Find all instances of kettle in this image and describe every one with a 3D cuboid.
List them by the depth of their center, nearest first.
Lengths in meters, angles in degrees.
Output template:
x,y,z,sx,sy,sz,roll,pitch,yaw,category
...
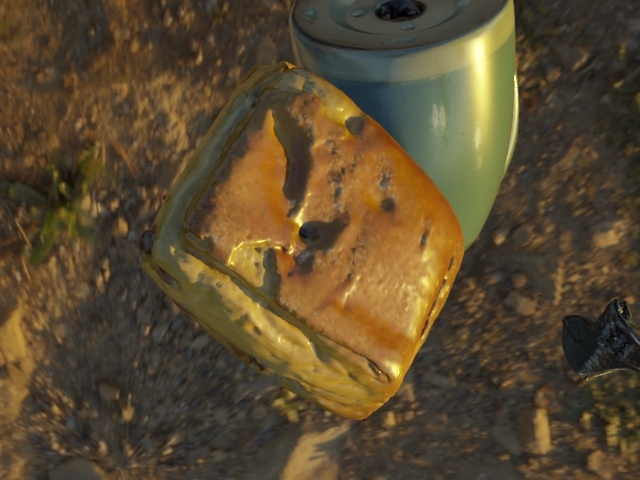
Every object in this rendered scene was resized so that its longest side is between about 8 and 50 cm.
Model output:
x,y,z,sx,sy,sz,roll,pitch,yaw,category
0.134,-0.142,1.531,0.319,0.247,0.342,-36,132,-32,kettle

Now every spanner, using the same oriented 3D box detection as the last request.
x,y,z,sx,sy,sz,roll,pitch,yaw,category
0.335,0.133,1.219,0.026,0.325,0.093,4,107,-34,spanner

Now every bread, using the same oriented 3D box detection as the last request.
x,y,z,sx,sy,sz,roll,pitch,yaw,category
0.000,0.000,0.980,0.235,0.099,0.210,41,60,-22,bread
